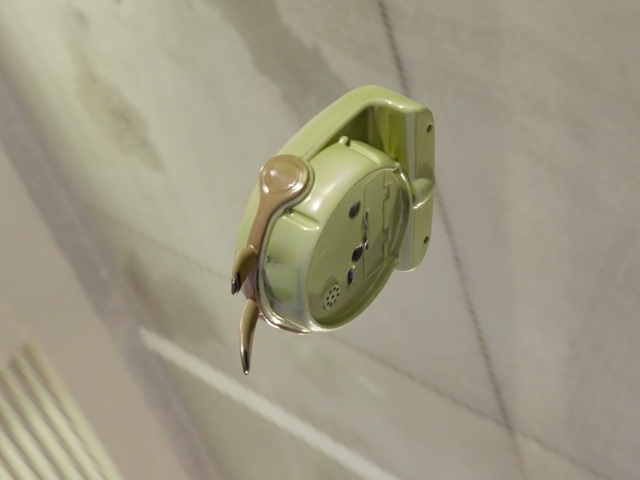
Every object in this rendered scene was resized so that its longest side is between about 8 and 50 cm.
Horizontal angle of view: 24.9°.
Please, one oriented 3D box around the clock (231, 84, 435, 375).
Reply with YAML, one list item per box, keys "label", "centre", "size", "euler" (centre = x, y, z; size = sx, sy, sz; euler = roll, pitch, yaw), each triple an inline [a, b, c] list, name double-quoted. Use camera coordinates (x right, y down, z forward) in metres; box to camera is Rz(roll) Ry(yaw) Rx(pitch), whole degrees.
- label: "clock"
  centre: [0.000, 0.000, 1.100]
  size: [0.069, 0.232, 0.170]
  euler: [26, 139, 28]
